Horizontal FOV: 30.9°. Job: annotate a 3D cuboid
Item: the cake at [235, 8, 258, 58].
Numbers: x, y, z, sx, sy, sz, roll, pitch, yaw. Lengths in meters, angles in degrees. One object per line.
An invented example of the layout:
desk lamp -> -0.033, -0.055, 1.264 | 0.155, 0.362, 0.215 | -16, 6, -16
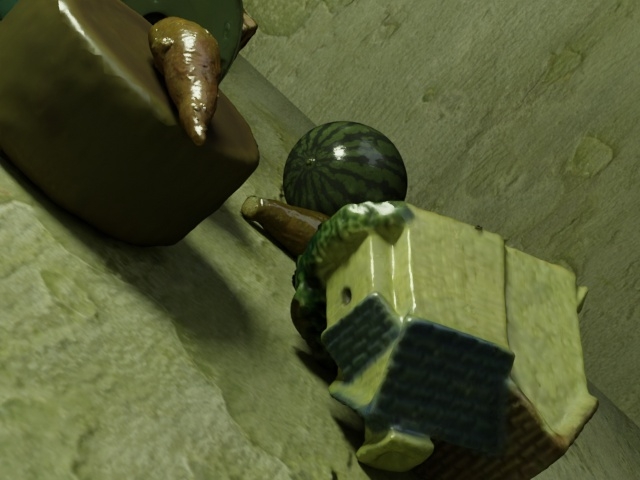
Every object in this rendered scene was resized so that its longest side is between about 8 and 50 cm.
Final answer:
cake -> -0.246, -0.345, 1.879 | 0.196, 0.199, 0.293 | 46, 11, 1

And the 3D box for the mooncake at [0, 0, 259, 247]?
mooncake -> -0.209, -0.126, 1.170 | 0.284, 0.155, 0.284 | 44, 15, -14

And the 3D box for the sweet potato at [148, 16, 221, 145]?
sweet potato -> -0.119, -0.159, 1.075 | 0.068, 0.068, 0.226 | 36, 17, -36

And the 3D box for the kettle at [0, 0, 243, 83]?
kettle -> -0.274, -0.297, 1.478 | 0.342, 0.247, 0.319 | 37, -3, 40

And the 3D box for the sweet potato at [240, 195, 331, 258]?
sweet potato -> -0.002, 0.007, 1.725 | 0.286, 0.085, 0.112 | 20, -12, -41

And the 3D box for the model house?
model house -> 0.121, 0.149, 1.265 | 0.321, 0.261, 0.266 | 20, 45, -26

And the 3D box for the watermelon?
watermelon -> 0.039, -0.095, 1.917 | 0.212, 0.212, 0.212 | 42, 10, -9

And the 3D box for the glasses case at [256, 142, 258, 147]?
glasses case -> -0.187, -0.169, 1.580 | 0.070, 0.117, 0.301 | 36, 11, -36
